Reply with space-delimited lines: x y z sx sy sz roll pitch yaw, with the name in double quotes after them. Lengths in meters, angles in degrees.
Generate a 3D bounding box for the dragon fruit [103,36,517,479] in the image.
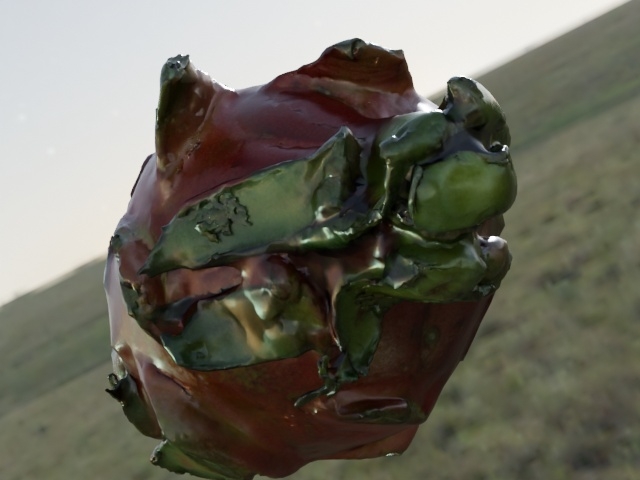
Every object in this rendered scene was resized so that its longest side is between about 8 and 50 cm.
-0.013 0.015 0.725 0.200 0.198 0.269 -48 5 -3 "dragon fruit"
